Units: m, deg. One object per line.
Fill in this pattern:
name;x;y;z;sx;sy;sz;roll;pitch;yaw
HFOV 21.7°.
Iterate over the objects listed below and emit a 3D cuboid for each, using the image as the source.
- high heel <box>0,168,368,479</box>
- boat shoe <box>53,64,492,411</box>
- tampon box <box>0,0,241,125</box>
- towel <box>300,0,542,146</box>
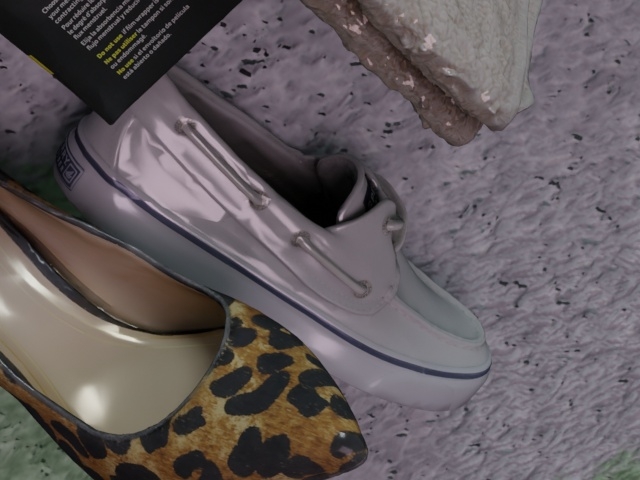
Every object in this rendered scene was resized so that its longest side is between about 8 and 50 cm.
high heel;-0.109;0.020;0.685;0.093;0.261;0.186;-55;133;-20
boat shoe;0.000;0.000;0.797;0.258;0.095;0.084;28;114;-33
tampon box;-0.112;-0.148;0.644;0.101;0.120;0.161;-42;125;11
towel;0.004;-0.181;0.632;0.049;0.187;0.282;-16;138;39
